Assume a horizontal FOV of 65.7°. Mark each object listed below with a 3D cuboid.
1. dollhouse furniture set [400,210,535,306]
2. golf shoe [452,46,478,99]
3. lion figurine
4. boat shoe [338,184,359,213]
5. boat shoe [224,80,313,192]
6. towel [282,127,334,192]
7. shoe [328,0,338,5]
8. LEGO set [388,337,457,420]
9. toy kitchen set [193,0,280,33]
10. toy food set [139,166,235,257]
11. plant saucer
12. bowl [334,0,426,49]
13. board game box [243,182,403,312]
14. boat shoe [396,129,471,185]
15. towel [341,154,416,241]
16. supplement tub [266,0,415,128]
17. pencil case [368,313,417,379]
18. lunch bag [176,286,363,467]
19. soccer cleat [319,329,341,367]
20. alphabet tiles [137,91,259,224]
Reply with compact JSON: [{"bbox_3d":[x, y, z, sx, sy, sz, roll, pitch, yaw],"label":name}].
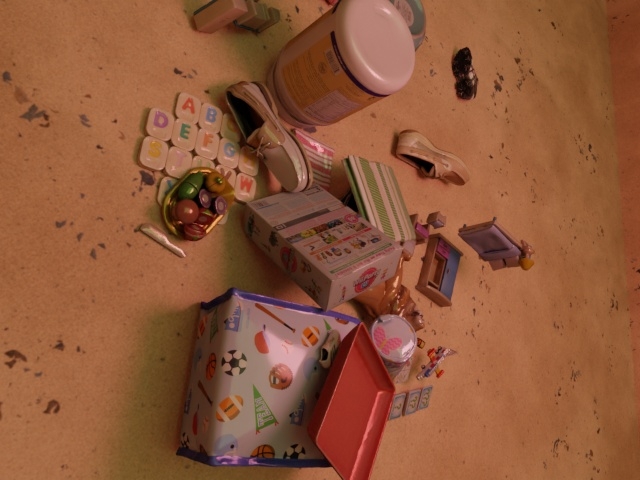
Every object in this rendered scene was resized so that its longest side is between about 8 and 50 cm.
[{"bbox_3d":[0.434,0.051,1.482,0.286,0.303,0.198,35,60,-29],"label":"dollhouse furniture set"},{"bbox_3d":[0.553,-0.626,1.875,0.093,0.077,0.198,1,87,-51],"label":"golf shoe"},{"bbox_3d":[0.120,0.118,1.340,0.392,0.142,0.240,25,73,-18],"label":"lion figurine"},{"bbox_3d":[0.111,-0.124,1.400,0.078,0.070,0.219,53,53,-19],"label":"boat shoe"},{"bbox_3d":[-0.131,-0.240,1.179,0.103,0.113,0.302,-22,78,-49],"label":"boat shoe"},{"bbox_3d":[-0.026,-0.190,1.328,0.144,0.029,0.197,21,68,-36],"label":"towel"},{"bbox_3d":[0.042,-0.792,1.485,0.081,0.063,0.178,32,68,-32],"label":"shoe"},{"bbox_3d":[0.289,0.390,1.401,0.182,0.060,0.245,3,104,-40],"label":"LEGO set"},{"bbox_3d":[-0.217,-0.604,1.220,0.207,0.122,0.166,-22,95,-60],"label":"toy kitchen set"},{"bbox_3d":[-0.263,-0.069,1.063,0.128,0.071,0.218,47,62,-26],"label":"toy food set"},{"bbox_3d":[0.065,0.340,0.996,0.259,0.047,0.259,63,40,-36],"label":"plant saucer"},{"bbox_3d":[0.211,-0.678,1.535,0.311,0.163,0.312,10,74,-39],"label":"bowl"},{"bbox_3d":[0.000,0.000,1.141,0.224,0.303,0.098,-22,138,-37],"label":"board game box"},{"bbox_3d":[0.367,-0.246,1.619,0.302,0.109,0.098,28,70,-26],"label":"boat shoe"},{"bbox_3d":[0.168,-0.109,1.369,0.324,0.038,0.248,-6,76,-63],"label":"towel"},{"bbox_3d":[0.040,-0.428,1.231,0.241,0.331,0.241,8,76,-38],"label":"supplement tub"},{"bbox_3d":[0.149,0.285,1.223,0.113,0.273,0.124,-2,58,-11],"label":"pencil case"},{"bbox_3d":[-0.076,0.305,1.057,0.385,0.239,0.328,15,70,-30],"label":"lunch bag"},{"bbox_3d":[0.018,0.215,0.996,0.036,0.029,0.083,49,50,-43],"label":"soccer cleat"},{"bbox_3d":[-0.267,-0.187,1.133,0.284,0.021,0.278,19,69,-35],"label":"alphabet tiles"}]
